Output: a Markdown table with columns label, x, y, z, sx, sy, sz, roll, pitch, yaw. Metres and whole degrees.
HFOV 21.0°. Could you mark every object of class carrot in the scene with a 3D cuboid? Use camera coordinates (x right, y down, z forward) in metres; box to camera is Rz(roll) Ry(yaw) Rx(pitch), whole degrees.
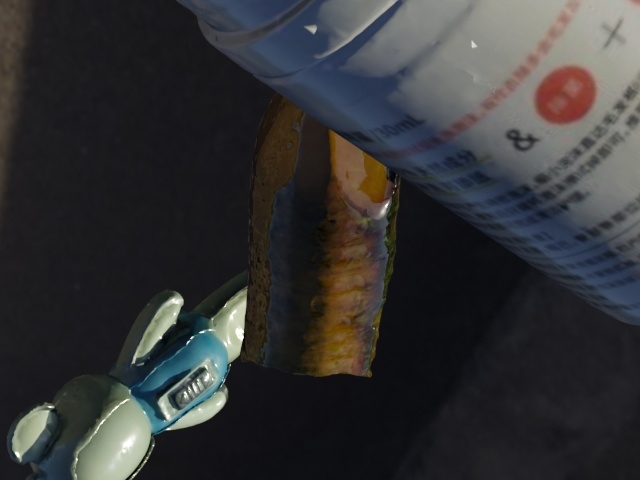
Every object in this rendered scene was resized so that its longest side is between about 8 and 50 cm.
| label | x | y | z | sx | sy | sz | roll | pitch | yaw |
| --- | --- | --- | --- | --- | --- | --- | --- | --- | --- |
| carrot | 0.000 | 0.000 | 0.895 | 0.082 | 0.082 | 0.173 | -3 | 116 | -16 |

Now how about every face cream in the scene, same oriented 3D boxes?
| label | x | y | z | sx | sy | sz | roll | pitch | yaw |
| --- | --- | --- | --- | --- | --- | --- | --- | --- | --- |
| face cream | 0.022 | -0.115 | 0.617 | 0.370 | 0.145 | 0.145 | 34 | 128 | -27 |

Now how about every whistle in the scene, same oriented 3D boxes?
| label | x | y | z | sx | sy | sz | roll | pitch | yaw |
| --- | --- | --- | --- | --- | --- | --- | --- | --- | --- |
| whistle | -0.114 | 0.095 | 1.182 | 0.236 | 0.077 | 0.114 | -42 | 129 | -23 |
